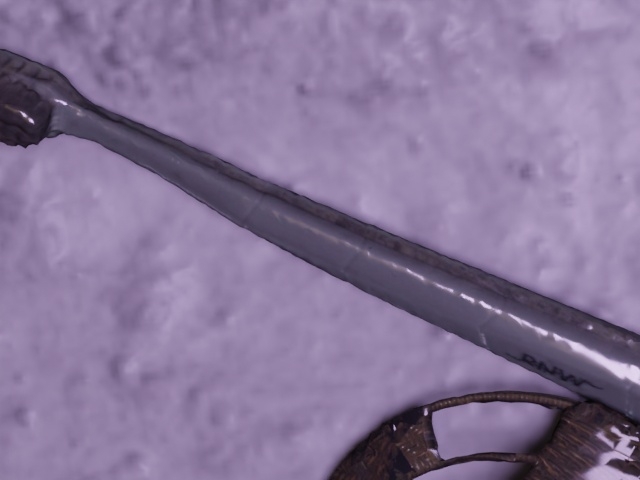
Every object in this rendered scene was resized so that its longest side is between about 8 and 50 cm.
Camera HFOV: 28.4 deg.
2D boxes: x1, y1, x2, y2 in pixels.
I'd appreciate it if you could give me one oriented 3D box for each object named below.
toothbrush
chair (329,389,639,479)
[{"bbox_3d":[0.000,0.000,0.457,0.297,0.030,0.030,24,130,8],"label":"toothbrush"},{"bbox_3d":[0.044,0.162,0.443,0.213,0.149,0.174,-39,87,-22],"label":"chair"}]
